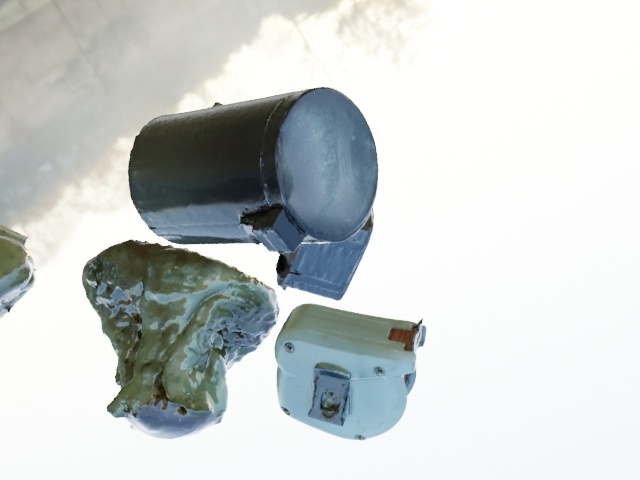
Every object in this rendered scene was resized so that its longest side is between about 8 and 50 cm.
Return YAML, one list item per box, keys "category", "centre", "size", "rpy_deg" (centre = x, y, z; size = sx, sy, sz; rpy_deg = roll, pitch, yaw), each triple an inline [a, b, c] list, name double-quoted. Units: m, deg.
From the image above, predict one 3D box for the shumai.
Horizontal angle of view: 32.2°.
- category: "shumai"
  centre: [-0.283, 0.199, 2.055]
  size: [0.397, 0.324, 0.324]
  rpy_deg: [1, -112, 28]

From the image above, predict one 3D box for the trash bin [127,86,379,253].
- category: "trash bin"
  centre: [-0.099, -0.091, 1.514]
  size: [0.301, 0.203, 0.252]
  rpy_deg: [-2, -128, 42]

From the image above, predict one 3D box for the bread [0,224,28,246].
- category: "bread"
  centre: [-0.667, -0.006, 2.224]
  size: [0.068, 0.153, 0.028]
  rpy_deg: [-62, -169, 21]

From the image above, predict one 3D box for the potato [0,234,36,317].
- category: "potato"
  centre: [-0.645, 0.079, 2.103]
  size: [0.262, 0.165, 0.165]
  rpy_deg: [-27, -165, 39]

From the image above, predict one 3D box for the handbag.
- category: "handbag"
  centre: [0.000, 0.000, 2.510]
  size: [0.181, 0.181, 0.254]
  rpy_deg: [-92, -158, -51]

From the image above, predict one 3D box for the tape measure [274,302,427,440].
- category: "tape measure"
  centre: [0.045, 0.225, 1.863]
  size: [0.243, 0.246, 0.125]
  rpy_deg: [11, -148, 15]
